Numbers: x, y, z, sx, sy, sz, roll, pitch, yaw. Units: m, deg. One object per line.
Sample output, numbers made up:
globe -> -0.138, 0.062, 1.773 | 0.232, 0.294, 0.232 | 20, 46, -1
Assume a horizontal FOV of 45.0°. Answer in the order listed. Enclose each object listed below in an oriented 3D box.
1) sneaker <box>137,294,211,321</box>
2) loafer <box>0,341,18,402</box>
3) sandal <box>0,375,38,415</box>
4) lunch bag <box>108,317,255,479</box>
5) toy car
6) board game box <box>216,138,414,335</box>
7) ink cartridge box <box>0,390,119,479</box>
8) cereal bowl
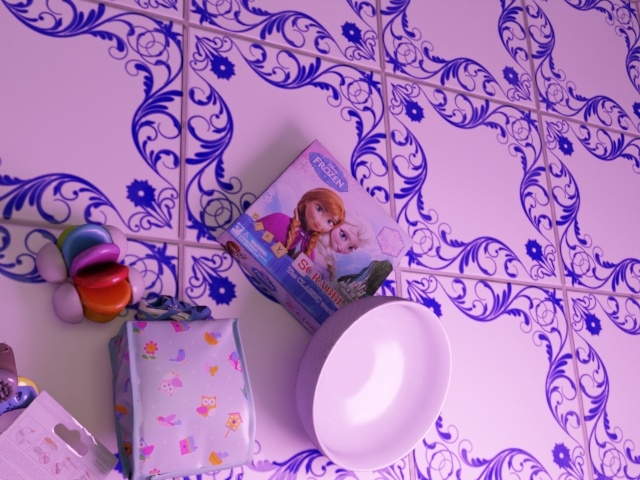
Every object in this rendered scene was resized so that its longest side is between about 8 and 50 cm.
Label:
sneaker -> -0.268, 0.129, 1.424 | 0.144, 0.053, 0.059 | -4, 96, -31
loafer -> -0.561, 0.175, 1.111 | 0.251, 0.094, 0.087 | 13, 40, -16
sandal -> -0.590, 0.281, 1.169 | 0.317, 0.126, 0.138 | -11, 81, -23
lunch bag -> -0.239, 0.277, 1.335 | 0.223, 0.160, 0.262 | 1, 67, -30
toy car -> -0.392, 0.050, 1.342 | 0.159, 0.136, 0.182 | -20, 83, -32
board game box -> 0.000, 0.000, 1.619 | 0.319, 0.066, 0.318 | 45, 57, -8
ink cartridge box -> -0.459, 0.379, 1.199 | 0.189, 0.066, 0.232 | 53, 53, -25
cereal bowl -> 0.086, 0.261, 1.494 | 0.339, 0.141, 0.339 | -10, 107, -34
